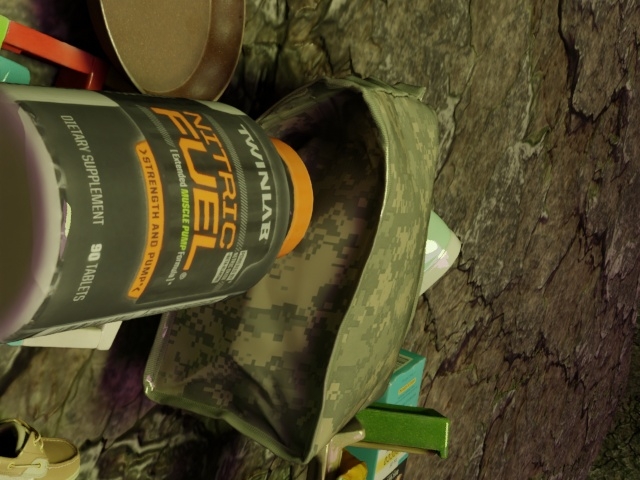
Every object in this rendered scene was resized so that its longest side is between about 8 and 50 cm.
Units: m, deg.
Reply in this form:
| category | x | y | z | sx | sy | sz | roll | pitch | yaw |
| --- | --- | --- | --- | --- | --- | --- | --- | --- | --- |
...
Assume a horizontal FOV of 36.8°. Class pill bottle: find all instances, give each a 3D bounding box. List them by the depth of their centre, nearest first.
| category | x | y | z | sx | sy | sz | roll | pitch | yaw |
| --- | --- | --- | --- | --- | --- | --- | --- | --- | --- |
| pill bottle | -0.105 | -0.021 | 0.560 | 0.245 | 0.130 | 0.131 | -8 | 113 | -57 |

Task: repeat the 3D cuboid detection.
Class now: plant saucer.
| category | x | y | z | sx | sy | sz | roll | pitch | yaw |
| --- | --- | --- | --- | --- | --- | --- | --- | --- | --- |
| plant saucer | -0.103 | -0.167 | 0.635 | 0.168 | 0.029 | 0.169 | -12 | 103 | -63 |

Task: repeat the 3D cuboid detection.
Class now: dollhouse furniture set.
| category | x | y | z | sx | sy | sz | roll | pitch | yaw |
| --- | --- | --- | --- | --- | --- | --- | --- | --- | --- |
| dollhouse furniture set | 0.048 | 0.265 | 0.914 | 0.301 | 0.151 | 0.198 | 129 | -31 | -86 |

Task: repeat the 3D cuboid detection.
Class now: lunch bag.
| category | x | y | z | sx | sy | sz | roll | pitch | yaw |
| --- | --- | --- | --- | --- | --- | --- | --- | --- | --- |
| lunch bag | 0.000 | 0.000 | 0.786 | 0.235 | 0.168 | 0.287 | -14 | 123 | -71 |

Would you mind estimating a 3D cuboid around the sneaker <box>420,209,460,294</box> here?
| category | x | y | z | sx | sy | sz | roll | pitch | yaw |
| --- | --- | --- | --- | --- | --- | --- | --- | --- | --- |
| sneaker | 0.004 | 0.041 | 0.959 | 0.256 | 0.094 | 0.151 | -47 | 111 | -5 |

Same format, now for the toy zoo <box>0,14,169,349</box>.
| category | x | y | z | sx | sy | sz | roll | pitch | yaw |
| --- | --- | --- | --- | --- | --- | --- | --- | --- | --- |
| toy zoo | -0.179 | -0.028 | 0.610 | 0.293 | 0.030 | 0.192 | 15 | 93 | -63 |

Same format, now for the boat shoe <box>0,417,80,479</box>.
| category | x | y | z | sx | sy | sz | roll | pitch | yaw |
| --- | --- | --- | --- | --- | --- | --- | --- | --- | --- |
| boat shoe | -0.207 | 0.143 | 0.638 | 0.135 | 0.050 | 0.045 | 9 | 103 | -62 |

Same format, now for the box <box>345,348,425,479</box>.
| category | x | y | z | sx | sy | sz | roll | pitch | yaw |
| --- | --- | --- | --- | --- | --- | --- | --- | --- | --- |
| box | 0.066 | 0.261 | 1.203 | 0.100 | 0.060 | 0.244 | -23 | 125 | -56 |
